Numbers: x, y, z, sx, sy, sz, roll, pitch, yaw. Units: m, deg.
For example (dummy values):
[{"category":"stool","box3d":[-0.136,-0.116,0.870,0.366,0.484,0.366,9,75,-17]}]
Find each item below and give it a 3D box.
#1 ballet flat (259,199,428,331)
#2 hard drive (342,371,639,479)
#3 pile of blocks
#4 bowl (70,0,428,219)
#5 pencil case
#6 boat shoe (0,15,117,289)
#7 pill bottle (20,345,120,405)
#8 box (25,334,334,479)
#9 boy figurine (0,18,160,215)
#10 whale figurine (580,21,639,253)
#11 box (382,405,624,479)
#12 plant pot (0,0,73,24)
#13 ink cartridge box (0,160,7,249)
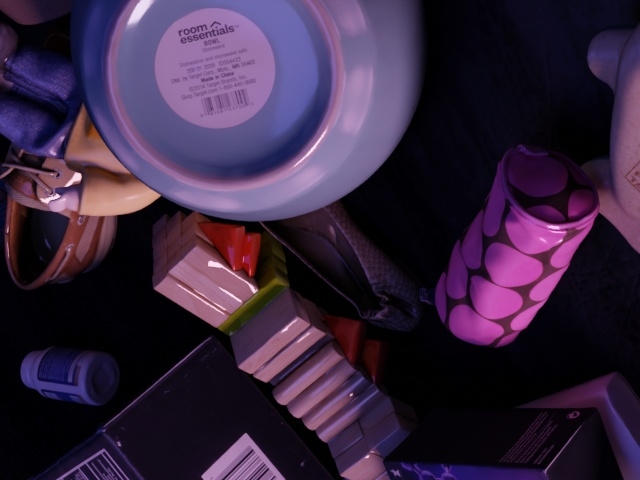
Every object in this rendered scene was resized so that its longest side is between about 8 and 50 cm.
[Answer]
[{"category":"ballet flat","box3d":[0.000,0.000,1.100,0.250,0.058,0.084,44,132,5]},{"category":"hard drive","box3d":[0.210,0.283,1.134,0.353,0.047,0.233,-30,97,43]},{"category":"pile of blocks","box3d":[-0.010,0.088,1.131,0.112,0.149,0.362,-41,98,20]},{"category":"bowl","box3d":[-0.066,-0.144,0.901,0.311,0.163,0.312,1,107,2]},{"category":"pencil case","box3d":[0.156,0.005,0.945,0.095,0.098,0.209,4,148,-12]},{"category":"boat shoe","box3d":[-0.275,-0.074,1.204,0.122,0.120,0.324,27,129,19]},{"category":"pill bottle","box3d":[-0.314,0.167,1.412,0.120,0.067,0.067,3,118,33]},{"category":"box","box3d":[-0.143,0.303,1.278,0.296,0.182,0.294,51,142,-2]},{"category":"boy figurine","box3d":[-0.192,-0.097,1.061,0.285,0.177,0.092,24,164,3]},{"category":"whale figurine","box3d":[0.290,-0.084,0.823,0.216,0.141,0.272,46,156,11]},{"category":"box","box3d":[0.195,0.287,1.037,0.184,0.103,0.261,-7,112,47]},{"category":"plant pot","box3d":[-0.272,-0.320,0.990,0.263,0.263,0.229,-4,131,36]},{"category":"ink cartridge box","box3d":[-0.495,-0.057,1.332,0.233,0.171,0.168,51,132,-1]}]
